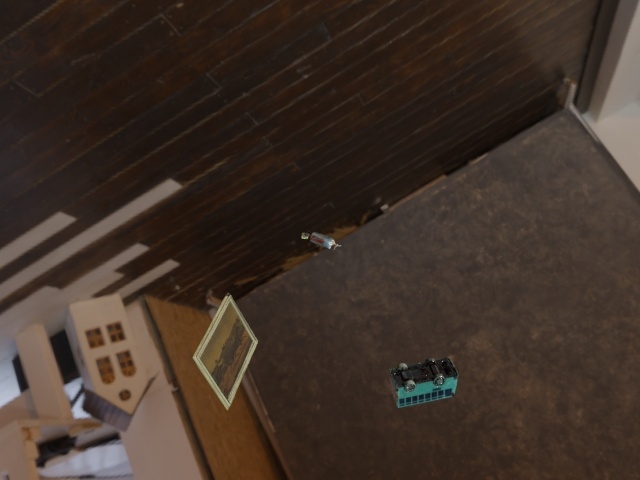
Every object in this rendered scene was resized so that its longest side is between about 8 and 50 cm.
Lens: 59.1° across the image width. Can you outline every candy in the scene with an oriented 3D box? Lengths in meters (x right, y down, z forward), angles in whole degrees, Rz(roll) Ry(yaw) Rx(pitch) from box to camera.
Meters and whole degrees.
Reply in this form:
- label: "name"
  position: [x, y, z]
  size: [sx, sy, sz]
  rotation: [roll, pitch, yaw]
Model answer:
- label: "candy"
  position: [0.000, 0.000, 1.070]
  size: [0.030, 0.083, 0.020]
  rotation: [-25, 128, -49]

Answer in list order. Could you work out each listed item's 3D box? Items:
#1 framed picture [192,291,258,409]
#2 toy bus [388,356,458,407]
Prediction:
- label: "framed picture"
  position: [-0.244, 0.289, 1.501]
  size: [0.014, 0.252, 0.197]
  rotation: [-12, 120, 22]
- label: "toy bus"
  position: [0.257, 0.354, 1.407]
  size: [0.160, 0.079, 0.092]
  rotation: [-11, 121, -6]
